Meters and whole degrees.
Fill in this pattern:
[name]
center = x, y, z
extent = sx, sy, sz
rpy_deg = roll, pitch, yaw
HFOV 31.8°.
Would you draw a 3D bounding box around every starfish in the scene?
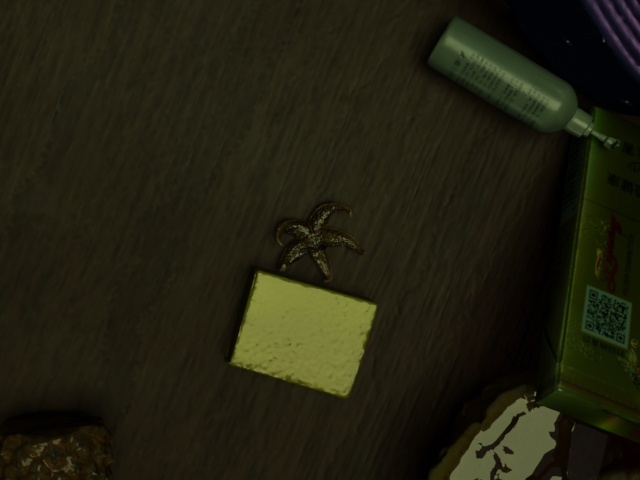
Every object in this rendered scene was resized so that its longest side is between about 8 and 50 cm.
[starfish]
center = 0.000, 0.000, 1.068
extent = 0.091, 0.028, 0.078
rpy_deg = 10, 96, -15

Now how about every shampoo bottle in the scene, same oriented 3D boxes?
[shampoo bottle]
center = 0.195, -0.139, 1.058
extent = 0.195, 0.056, 0.056
rpy_deg = 32, 89, 1

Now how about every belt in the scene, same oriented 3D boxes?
[belt]
center = 0.286, -0.247, 1.003
extent = 0.347, 0.117, 0.212
rpy_deg = 43, 81, -31

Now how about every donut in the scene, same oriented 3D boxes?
[donut]
center = 0.238, 0.275, 1.083
extent = 0.330, 0.160, 0.330
rpy_deg = 0, 94, -3

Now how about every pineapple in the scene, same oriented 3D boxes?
[pineapple]
center = -0.244, 0.295, 1.006
extent = 0.130, 0.119, 0.277
rpy_deg = -6, 99, -29

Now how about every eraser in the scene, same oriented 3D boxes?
[eraser]
center = -0.020, 0.086, 1.063
extent = 0.122, 0.045, 0.097
rpy_deg = 18, 92, -12

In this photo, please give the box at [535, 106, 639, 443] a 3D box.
[box]
center = 0.299, 0.035, 1.044
extent = 0.173, 0.043, 0.311
rpy_deg = 22, 58, -12
